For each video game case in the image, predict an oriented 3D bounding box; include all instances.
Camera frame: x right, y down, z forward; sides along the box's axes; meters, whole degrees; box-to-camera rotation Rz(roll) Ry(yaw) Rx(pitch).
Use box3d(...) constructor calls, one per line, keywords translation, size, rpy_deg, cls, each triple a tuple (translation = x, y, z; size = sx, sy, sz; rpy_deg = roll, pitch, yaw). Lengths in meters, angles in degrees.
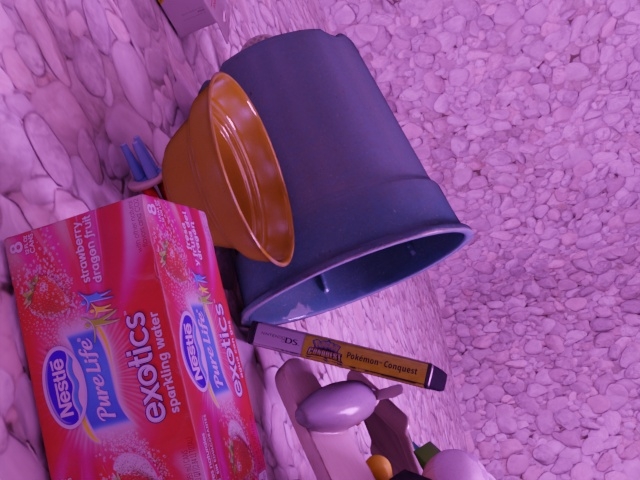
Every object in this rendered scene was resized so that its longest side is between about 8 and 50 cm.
box3d(translation=(0.052, 0.173, 1.058), size=(0.275, 0.248, 0.035), rpy_deg=(42, 60, -72), cls="video game case")

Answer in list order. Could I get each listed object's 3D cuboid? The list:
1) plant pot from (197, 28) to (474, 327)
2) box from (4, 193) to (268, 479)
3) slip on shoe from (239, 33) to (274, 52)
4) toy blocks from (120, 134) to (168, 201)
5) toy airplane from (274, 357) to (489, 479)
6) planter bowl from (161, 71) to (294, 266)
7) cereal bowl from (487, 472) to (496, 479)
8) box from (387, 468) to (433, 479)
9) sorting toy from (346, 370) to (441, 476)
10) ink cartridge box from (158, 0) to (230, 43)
box3d(translation=(-0.008, -0.091, 1.036), size=(0.334, 0.341, 0.341), rpy_deg=(68, 11, 13), cls="plant pot")
box3d(translation=(-0.144, 0.106, 0.586), size=(0.122, 0.128, 0.257), rpy_deg=(16, 59, -75), cls="box")
box3d(translation=(-0.075, -0.196, 1.288), size=(0.101, 0.123, 0.331), rpy_deg=(-87, 164, -75), cls="slip on shoe")
box3d(translation=(-0.178, -0.028, 0.774), size=(0.123, 0.054, 0.148), rpy_deg=(-84, 155, -60), cls="toy blocks")
box3d(translation=(0.083, 0.351, 0.906), size=(0.386, 0.272, 0.384), rpy_deg=(51, 8, -15), cls="toy airplane")
box3d(translation=(-0.109, -0.064, 0.783), size=(0.217, 0.090, 0.217), rpy_deg=(-17, 90, -78), cls="planter bowl")
box3d(translation=(0.201, 0.568, 1.302), size=(0.339, 0.141, 0.339), rpy_deg=(-8, 100, -52), cls="cereal bowl")
box3d(translation=(0.036, 0.438, 0.568), size=(0.097, 0.318, 0.395), rpy_deg=(-3, -70, 58), cls="box")
box3d(translation=(0.123, 0.324, 1.220), size=(0.348, 0.047, 0.196), rpy_deg=(35, -34, 55), cls="sorting toy")
box3d(translation=(-0.205, -0.388, 1.076), size=(0.115, 0.067, 0.198), rpy_deg=(-93, 160, -44), cls="ink cartridge box")
